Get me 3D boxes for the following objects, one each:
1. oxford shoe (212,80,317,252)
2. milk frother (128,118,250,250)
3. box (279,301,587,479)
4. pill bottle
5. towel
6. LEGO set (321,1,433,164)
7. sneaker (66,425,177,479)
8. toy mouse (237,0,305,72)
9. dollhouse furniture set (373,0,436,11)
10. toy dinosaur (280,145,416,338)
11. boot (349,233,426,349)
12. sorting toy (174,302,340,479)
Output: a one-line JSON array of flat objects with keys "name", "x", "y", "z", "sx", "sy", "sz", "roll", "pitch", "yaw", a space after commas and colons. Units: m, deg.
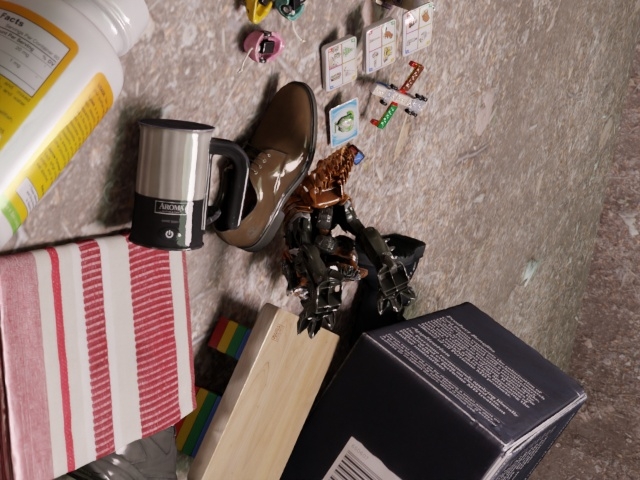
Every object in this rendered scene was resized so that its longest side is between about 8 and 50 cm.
[{"name": "oxford shoe", "x": -0.069, "y": -0.098, "z": 1.463, "sx": 0.096, "sy": 0.083, "sz": 0.227, "roll": 22, "pitch": 88, "yaw": -59}, {"name": "milk frother", "x": -0.157, "y": -0.068, "z": 1.306, "sx": 0.129, "sy": 0.143, "sz": 0.134, "roll": 1, "pitch": 103, "yaw": -28}, {"name": "box", "x": 0.152, "y": 0.390, "z": 1.956, "sx": 0.480, "sy": 0.297, "sz": 0.472, "roll": -58, "pitch": 158, "yaw": 17}, {"name": "pill bottle", "x": -0.253, "y": -0.126, "z": 0.983, "sx": 0.245, "sy": 0.136, "sz": 0.136, "roll": -57, "pitch": 154, "yaw": -22}, {"name": "towel", "x": -0.243, "y": 0.115, "z": 1.266, "sx": 0.329, "sy": 0.037, "sz": 0.237, "roll": -14, "pitch": 103, "yaw": -62}, {"name": "LEGO set", "x": 0.075, "y": -0.224, "z": 1.686, "sx": 0.182, "sy": 0.060, "sz": 0.244, "roll": -27, "pitch": 142, "yaw": -20}, {"name": "sneaker", "x": -0.217, "y": 0.274, "z": 1.451, "sx": 0.286, "sy": 0.109, "sz": 0.130, "roll": 67, "pitch": 43, "yaw": -61}, {"name": "toy mouse", "x": -0.057, "y": -0.267, "z": 1.400, "sx": 0.143, "sy": 0.031, "sz": 0.161, "roll": 22, "pitch": 91, "yaw": -66}, {"name": "dollhouse furniture set", "x": 0.131, "y": -0.376, "z": 1.637, "sx": 0.091, "sy": 0.081, "sz": 0.114, "roll": 0, "pitch": 110, "yaw": -64}, {"name": "toy dinosaur", "x": 0.000, "y": 0.000, "z": 1.541, "sx": 0.164, "sy": 0.218, "sz": 0.322, "roll": -27, "pitch": 150, "yaw": -2}, {"name": "boot", "x": 0.099, "y": 0.102, "z": 1.961, "sx": 0.246, "sy": 0.094, "sz": 0.207, "roll": -13, "pitch": 118, "yaw": -69}, {"name": "sorting toy", "x": -0.099, "y": 0.219, "z": 1.658, "sx": 0.257, "sy": 0.089, "sz": 0.255, "roll": -66, "pitch": 156, "yaw": -5}]
